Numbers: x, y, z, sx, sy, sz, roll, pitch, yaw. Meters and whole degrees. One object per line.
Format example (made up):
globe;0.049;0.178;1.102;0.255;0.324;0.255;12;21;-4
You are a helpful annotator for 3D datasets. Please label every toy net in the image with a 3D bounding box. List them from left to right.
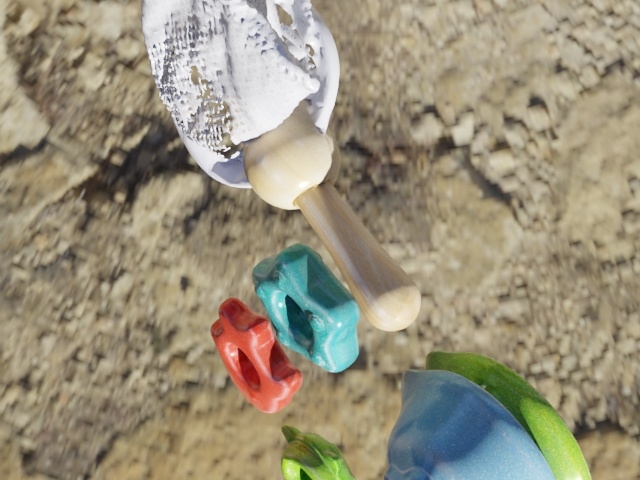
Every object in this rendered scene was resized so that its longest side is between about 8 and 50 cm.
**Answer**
toy net;0.000;0.000;0.542;0.045;0.122;0.232;-34;116;-25
